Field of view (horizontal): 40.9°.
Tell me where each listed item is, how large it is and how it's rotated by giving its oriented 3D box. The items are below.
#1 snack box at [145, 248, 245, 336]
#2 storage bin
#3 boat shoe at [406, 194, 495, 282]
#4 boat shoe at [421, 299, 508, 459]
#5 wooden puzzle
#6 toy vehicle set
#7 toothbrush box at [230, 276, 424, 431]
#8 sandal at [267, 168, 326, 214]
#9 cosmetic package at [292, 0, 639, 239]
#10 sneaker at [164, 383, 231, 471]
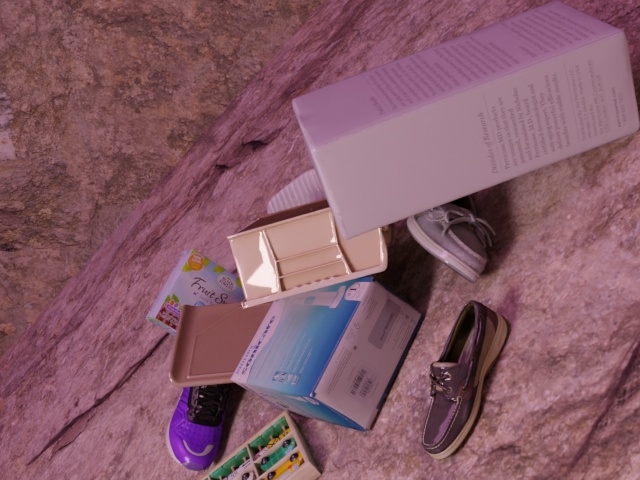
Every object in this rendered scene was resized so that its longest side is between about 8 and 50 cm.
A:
[{"bbox_3d":[-0.245,0.144,1.859,0.070,0.207,0.174,-11,48,57],"label":"snack box"},{"bbox_3d":[0.000,0.000,1.477,0.261,0.123,0.262,-15,6,10],"label":"storage bin"},{"bbox_3d":[0.210,-0.044,1.382,0.103,0.118,0.320,-50,17,20],"label":"boat shoe"},{"bbox_3d":[0.182,0.185,1.172,0.080,0.073,0.223,-7,51,60],"label":"boat shoe"},{"bbox_3d":[-0.163,0.200,1.673,0.239,0.044,0.221,-2,37,3],"label":"wooden puzzle"},{"bbox_3d":[-0.132,0.414,1.417,0.267,0.035,0.166,-39,24,-1],"label":"toy vehicle set"},{"bbox_3d":[0.003,0.182,1.443,0.296,0.126,0.216,-6,51,58],"label":"toothbrush box"},{"bbox_3d":[0.007,-0.073,1.802,0.102,0.169,0.416,-20,8,-27],"label":"sandal"},{"bbox_3d":[0.204,-0.187,1.278,0.454,0.161,0.230,-20,28,1],"label":"cosmetic package"},{"bbox_3d":[-0.228,0.306,1.690,0.293,0.102,0.146,-89,21,-52],"label":"sneaker"}]
